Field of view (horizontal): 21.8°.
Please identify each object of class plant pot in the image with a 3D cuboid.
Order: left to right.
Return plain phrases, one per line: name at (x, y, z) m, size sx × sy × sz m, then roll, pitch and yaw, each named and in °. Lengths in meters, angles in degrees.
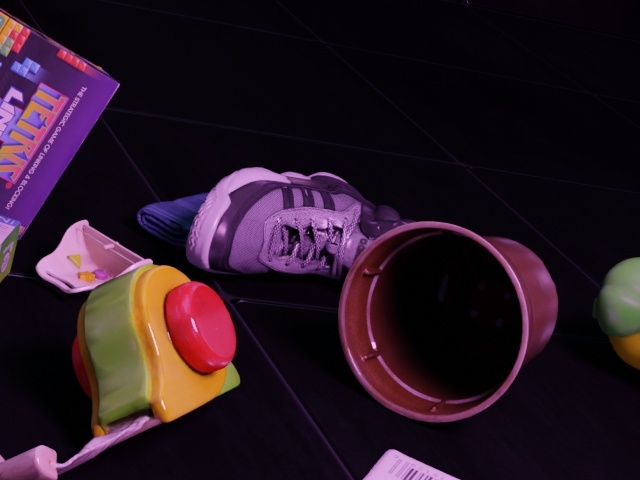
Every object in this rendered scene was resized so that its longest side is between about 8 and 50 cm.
plant pot at (0.125, 0.062, 1.435) m, size 0.167 × 0.167 × 0.165 m, roll 25°, pitch 14°, yaw 22°

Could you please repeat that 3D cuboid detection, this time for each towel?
towel at (-0.123, -0.019, 1.623) m, size 0.067 × 0.029 × 0.119 m, roll 27°, pitch 22°, yaw 25°

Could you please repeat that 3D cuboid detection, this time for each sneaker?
sneaker at (0.000, 0.000, 1.563) m, size 0.153 × 0.101 × 0.268 m, roll 25°, pitch 18°, yaw 28°

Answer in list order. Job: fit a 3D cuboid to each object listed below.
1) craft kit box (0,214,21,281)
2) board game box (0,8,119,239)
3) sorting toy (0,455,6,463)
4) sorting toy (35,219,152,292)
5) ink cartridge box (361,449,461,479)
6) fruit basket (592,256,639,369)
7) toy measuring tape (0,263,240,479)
craft kit box at (-0.386, 0.007, 1.292) m, size 0.250 × 0.061 × 0.246 m, roll 18°, pitch 17°, yaw 1°
board game box at (-0.280, -0.104, 1.451) m, size 0.141 × 0.170 × 0.048 m, roll 29°, pitch 6°, yaw -39°
sorting toy at (-0.294, 0.132, 1.051) m, size 0.193 × 0.038 × 0.208 m, roll -3°, pitch 28°, yaw -45°
sorting toy at (-0.201, 0.025, 1.423) m, size 0.083 × 0.045 × 0.075 m, roll 29°, pitch 30°, yaw 30°
ink cartridge box at (0.125, 0.249, 1.057) m, size 0.275 × 0.060 × 0.239 m, roll 23°, pitch 21°, yaw 14°
fruit basket at (0.465, 0.075, 1.564) m, size 0.392 × 0.283 × 0.392 m, roll 31°, pitch 21°, yaw -13°
toy measuring tape at (-0.146, 0.084, 1.165) m, size 0.121 × 0.121 × 0.330 m, roll 23°, pitch 15°, yaw 16°
